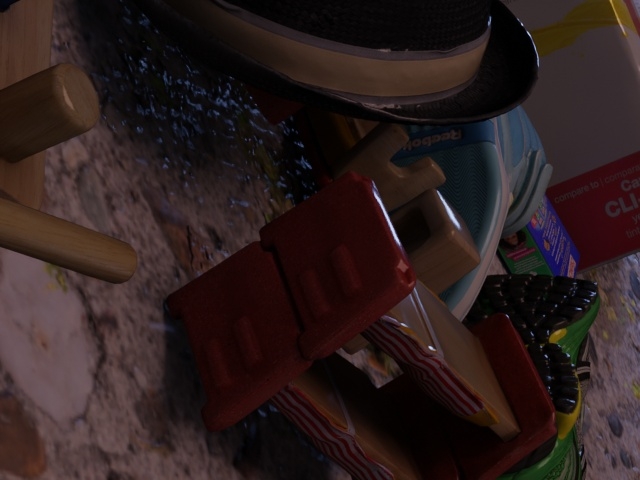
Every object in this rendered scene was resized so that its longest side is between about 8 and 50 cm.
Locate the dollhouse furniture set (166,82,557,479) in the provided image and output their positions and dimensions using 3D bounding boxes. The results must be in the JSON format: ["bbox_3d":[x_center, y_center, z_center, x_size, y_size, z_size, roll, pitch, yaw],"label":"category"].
[{"bbox_3d":[0.000,0.000,1.218,0.201,0.152,0.374,44,17,-40],"label":"dollhouse furniture set"}]

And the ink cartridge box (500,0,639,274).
[{"bbox_3d":[0.282,-0.178,1.850,0.279,0.160,0.384,-15,83,-65],"label":"ink cartridge box"}]

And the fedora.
[{"bbox_3d":[0.026,-0.211,1.203,0.334,0.152,0.334,18,30,-10],"label":"fedora"}]

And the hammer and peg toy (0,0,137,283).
[{"bbox_3d":[-0.215,-0.120,0.867,0.266,0.127,0.361,41,36,-46],"label":"hammer and peg toy"}]

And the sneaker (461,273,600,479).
[{"bbox_3d":[0.150,0.127,1.422,0.343,0.134,0.146,-63,151,-63],"label":"sneaker"}]

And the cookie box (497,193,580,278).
[{"bbox_3d":[0.199,0.000,1.683,0.107,0.040,0.092,58,26,-18],"label":"cookie box"}]

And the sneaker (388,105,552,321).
[{"bbox_3d":[0.120,-0.024,1.459,0.208,0.127,0.319,55,38,-51],"label":"sneaker"}]
